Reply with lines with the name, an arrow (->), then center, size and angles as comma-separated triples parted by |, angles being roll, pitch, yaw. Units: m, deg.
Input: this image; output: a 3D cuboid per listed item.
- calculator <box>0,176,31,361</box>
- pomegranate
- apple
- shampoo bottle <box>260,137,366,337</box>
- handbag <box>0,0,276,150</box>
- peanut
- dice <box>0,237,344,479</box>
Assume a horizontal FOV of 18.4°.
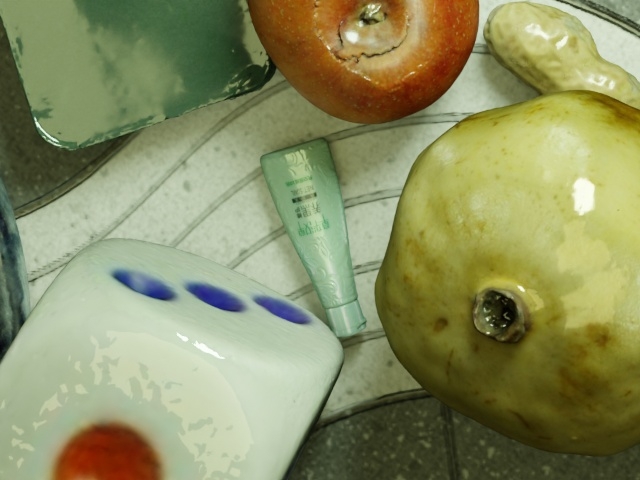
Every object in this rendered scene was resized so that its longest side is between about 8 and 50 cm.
calculator -> -0.379, 0.046, 1.975 | 0.177, 0.040, 0.268 | -7, 102, 11
pomegranate -> 0.209, 0.033, 1.738 | 0.332, 0.332, 0.332 | 1, 99, 8
apple -> 0.039, -0.218, 1.784 | 0.235, 0.173, 0.210 | 41, 103, -20
shampoo bottle -> 0.000, 0.000, 1.908 | 0.069, 0.041, 0.191 | -16, 96, 5
handbag -> -0.187, -0.236, 1.880 | 0.247, 0.079, 0.260 | -16, 95, 10
peanut -> 0.230, -0.163, 1.833 | 0.174, 0.080, 0.080 | 37, 102, -2
dice -> -0.162, 0.183, 1.825 | 0.277, 0.304, 0.304 | 25, 101, 3
